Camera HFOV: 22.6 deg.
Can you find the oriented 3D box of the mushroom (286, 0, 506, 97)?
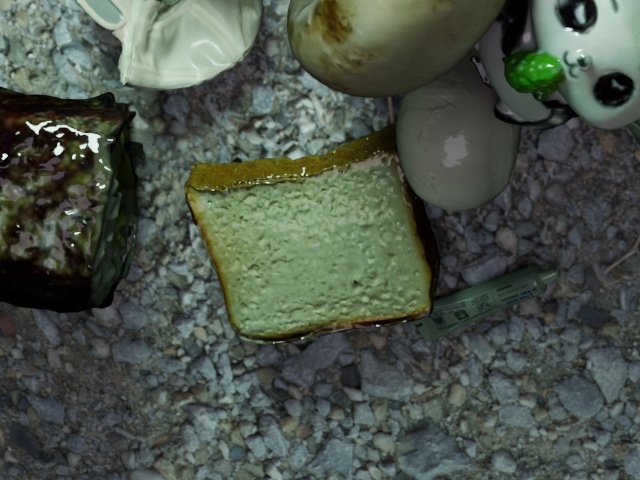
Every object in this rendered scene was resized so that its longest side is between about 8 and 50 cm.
[{"bbox_3d":[0.066,-0.342,1.767,0.295,0.362,0.362,23,120,-14],"label":"mushroom"}]

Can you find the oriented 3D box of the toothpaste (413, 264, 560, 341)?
[{"bbox_3d":[0.223,0.080,2.169,0.218,0.041,0.064,-23,119,23],"label":"toothpaste"}]

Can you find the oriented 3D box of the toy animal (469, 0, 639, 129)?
[{"bbox_3d":[0.291,-0.227,1.797,0.212,0.267,0.212,-1,92,-24],"label":"toy animal"}]

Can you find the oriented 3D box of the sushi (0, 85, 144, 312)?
[{"bbox_3d":[-0.384,-0.054,2.043,0.294,0.281,0.299,4,113,-1],"label":"sushi"}]

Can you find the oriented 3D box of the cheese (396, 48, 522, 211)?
[{"bbox_3d":[0.170,-0.133,1.968,0.154,0.189,0.198,5,119,5],"label":"cheese"}]

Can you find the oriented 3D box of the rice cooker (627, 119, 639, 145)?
[{"bbox_3d":[0.515,-0.141,1.863,0.288,0.288,0.277,-30,115,22],"label":"rice cooker"}]

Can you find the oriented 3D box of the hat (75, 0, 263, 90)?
[{"bbox_3d":[-0.189,-0.321,1.986,0.219,0.164,0.226,-36,69,24],"label":"hat"}]

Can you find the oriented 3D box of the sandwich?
[{"bbox_3d":[0.000,0.000,2.121,0.301,0.099,0.271,-10,121,10],"label":"sandwich"}]
